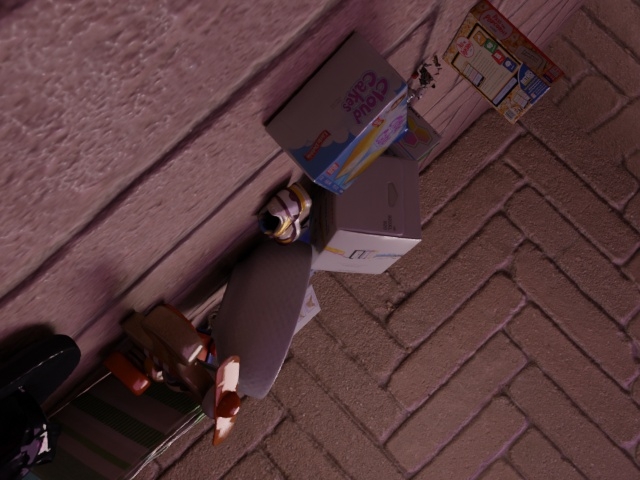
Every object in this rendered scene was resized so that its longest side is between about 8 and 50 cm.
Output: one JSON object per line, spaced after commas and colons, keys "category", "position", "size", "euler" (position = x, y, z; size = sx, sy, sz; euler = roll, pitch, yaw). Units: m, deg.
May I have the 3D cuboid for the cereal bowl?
{"category": "cereal bowl", "position": [-0.137, 0.144, 1.125], "size": [0.339, 0.141, 0.339], "euler": [-161, -90, -82]}

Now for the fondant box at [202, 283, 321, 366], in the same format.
{"category": "fondant box", "position": [-0.188, 0.246, 1.551], "size": [0.238, 0.096, 0.330], "euler": [-8, -160, 39]}

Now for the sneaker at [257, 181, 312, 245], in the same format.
{"category": "sneaker", "position": [-0.078, -0.034, 0.956], "size": [0.084, 0.069, 0.185], "euler": [-31, 164, -26]}

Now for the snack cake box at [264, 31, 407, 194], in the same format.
{"category": "snack cake box", "position": [0.035, -0.150, 0.724], "size": [0.152, 0.089, 0.264], "euler": [-44, 175, 7]}

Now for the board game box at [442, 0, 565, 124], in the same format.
{"category": "board game box", "position": [0.329, -0.322, 0.992], "size": [0.045, 0.193, 0.147], "euler": [-43, 175, -15]}

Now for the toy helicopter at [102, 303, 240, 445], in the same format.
{"category": "toy helicopter", "position": [-0.203, 0.186, 0.794], "size": [0.140, 0.235, 0.355], "euler": [-46, 173, -25]}

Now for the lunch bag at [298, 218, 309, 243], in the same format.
{"category": "lunch bag", "position": [-0.029, 0.024, 1.477], "size": [0.303, 0.115, 0.243], "euler": [-47, 172, 19]}

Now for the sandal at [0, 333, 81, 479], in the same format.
{"category": "sandal", "position": [-0.401, 0.270, 0.653], "size": [0.446, 0.107, 0.167], "euler": [-46, 174, 24]}

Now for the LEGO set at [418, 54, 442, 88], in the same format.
{"category": "LEGO set", "position": [0.195, -0.303, 0.984], "size": [0.023, 0.054, 0.083], "euler": [0, -153, 39]}

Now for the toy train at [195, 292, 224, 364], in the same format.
{"category": "toy train", "position": [-0.300, 0.232, 1.250], "size": [0.143, 0.105, 0.248], "euler": [27, 76, -62]}

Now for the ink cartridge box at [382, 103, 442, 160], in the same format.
{"category": "ink cartridge box", "position": [0.192, -0.226, 1.180], "size": [0.209, 0.109, 0.062], "euler": [-39, 174, -37]}

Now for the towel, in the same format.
{"category": "towel", "position": [-0.336, 0.310, 0.954], "size": [0.325, 0.248, 0.038], "euler": [-39, 130, -44]}

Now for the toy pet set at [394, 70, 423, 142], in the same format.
{"category": "toy pet set", "position": [0.143, -0.234, 0.991], "size": [0.122, 0.065, 0.114], "euler": [-39, 172, -39]}

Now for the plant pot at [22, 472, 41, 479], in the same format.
{"category": "plant pot", "position": [-0.586, 0.588, 1.064], "size": [0.165, 0.234, 0.165], "euler": [-40, 173, -41]}

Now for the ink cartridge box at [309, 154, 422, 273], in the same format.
{"category": "ink cartridge box", "position": [0.081, -0.049, 1.091], "size": [0.233, 0.168, 0.171], "euler": [124, -31, -65]}
